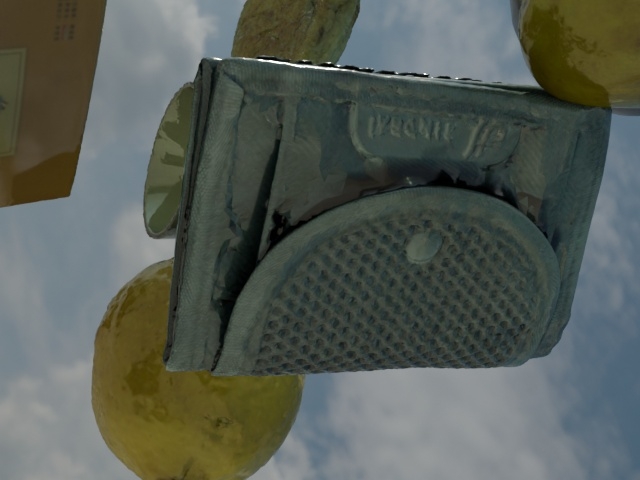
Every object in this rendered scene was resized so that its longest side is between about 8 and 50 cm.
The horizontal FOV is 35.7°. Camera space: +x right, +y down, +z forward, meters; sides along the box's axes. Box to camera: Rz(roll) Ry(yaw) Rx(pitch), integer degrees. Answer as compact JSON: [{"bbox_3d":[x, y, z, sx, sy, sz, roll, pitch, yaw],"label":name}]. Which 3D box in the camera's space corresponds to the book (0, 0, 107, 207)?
[{"bbox_3d":[-0.371,-0.106,0.816,0.032,0.389,0.269,53,-42,31],"label":"book"}]

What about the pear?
[{"bbox_3d":[0.225,-0.167,0.709,0.162,0.149,0.149,-7,-82,29],"label":"pear"}]

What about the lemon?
[{"bbox_3d":[-0.144,0.161,1.192,0.268,0.268,0.322,-34,-135,52],"label":"lemon"}]

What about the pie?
[{"bbox_3d":[-0.045,-0.323,1.554,0.277,0.078,0.277,-29,-132,39],"label":"pie"}]

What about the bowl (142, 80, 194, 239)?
[{"bbox_3d":[-0.148,-0.093,1.307,0.211,0.112,0.211,-43,-140,51],"label":"bowl"}]

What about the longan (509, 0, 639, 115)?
[{"bbox_3d":[0.327,-0.251,0.970,0.300,0.300,0.243,26,-37,46],"label":"longan"}]

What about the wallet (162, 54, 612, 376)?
[{"bbox_3d":[0.064,-0.006,0.742,0.075,0.342,0.237,-138,-126,-58],"label":"wallet"}]
